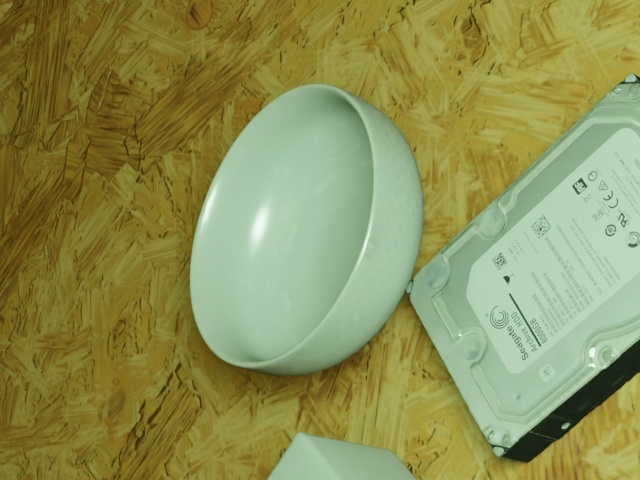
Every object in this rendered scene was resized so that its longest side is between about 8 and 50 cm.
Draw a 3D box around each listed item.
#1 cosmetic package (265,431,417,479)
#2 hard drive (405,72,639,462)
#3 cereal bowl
[{"bbox_3d":[0.086,0.418,1.197,0.230,0.161,0.453,-58,45,12],"label":"cosmetic package"},{"bbox_3d":[0.256,0.029,1.243,0.339,0.064,0.237,-45,49,24],"label":"hard drive"},{"bbox_3d":[0.000,0.000,1.423,0.339,0.141,0.339,-29,50,42],"label":"cereal bowl"}]
